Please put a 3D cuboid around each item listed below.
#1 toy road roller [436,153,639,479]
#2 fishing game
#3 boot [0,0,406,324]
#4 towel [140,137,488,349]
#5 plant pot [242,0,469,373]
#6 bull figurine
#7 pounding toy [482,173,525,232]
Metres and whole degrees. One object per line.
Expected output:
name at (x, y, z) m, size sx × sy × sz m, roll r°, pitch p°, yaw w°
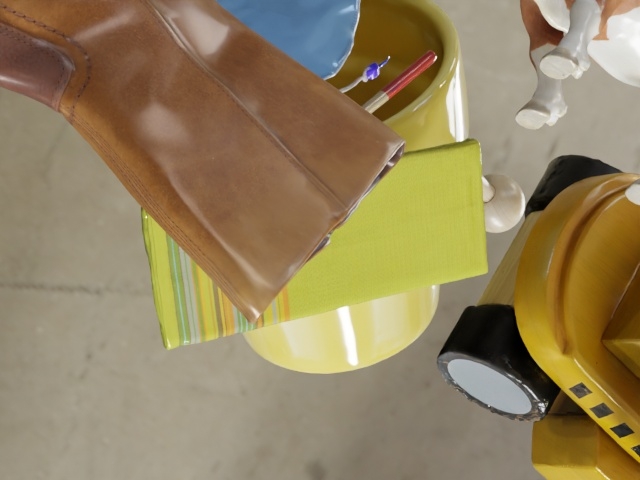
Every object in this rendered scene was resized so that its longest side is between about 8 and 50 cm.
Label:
toy road roller at (0.272, 0.091, 1.331) m, size 0.329 × 0.240 × 0.202 m, roll 43°, pitch 66°, yaw -23°
fishing game at (-0.068, -0.138, 1.142) m, size 0.189 × 0.264 × 0.041 m, roll -41°, pitch 154°, yaw -23°
boot at (-0.128, -0.060, 0.850) m, size 0.264 × 0.280 × 0.096 m, roll -41°, pitch 175°, yaw -45°
towel at (0.000, 0.000, 1.191) m, size 0.237 × 0.021 × 0.102 m, roll -13°, pitch 113°, yaw -19°
plant pot at (-0.003, -0.039, 1.379) m, size 0.254 × 0.254 × 0.239 m, roll -37°, pitch 133°, yaw -29°
bull figurine at (0.186, -0.143, 1.104) m, size 0.310 × 0.101 × 0.188 m, roll 26°, pitch 60°, yaw -25°
pounding toy at (0.070, -0.103, 1.610) m, size 0.183 × 0.237 × 0.110 m, roll 47°, pitch 65°, yaw -49°
